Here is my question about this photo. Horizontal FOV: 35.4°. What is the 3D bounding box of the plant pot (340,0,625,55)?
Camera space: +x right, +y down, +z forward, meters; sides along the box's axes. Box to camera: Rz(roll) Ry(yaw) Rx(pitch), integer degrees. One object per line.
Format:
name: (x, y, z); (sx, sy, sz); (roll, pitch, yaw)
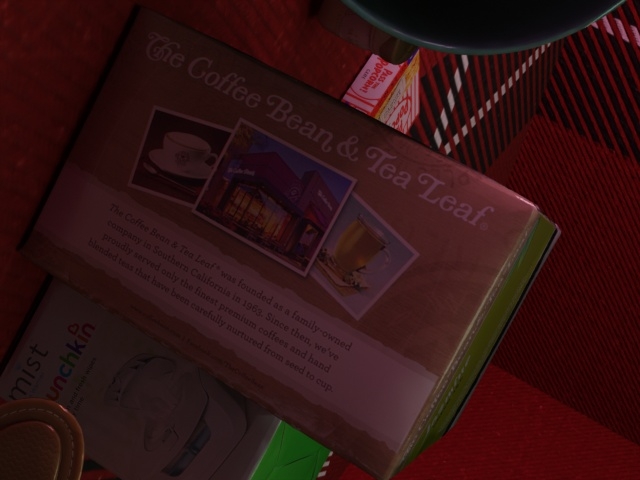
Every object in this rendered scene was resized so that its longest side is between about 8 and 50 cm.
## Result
plant pot: (0.088, -0.302, 0.682); (0.235, 0.293, 0.293); (-114, -138, -59)

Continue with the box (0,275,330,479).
box: (-0.112, 0.133, 0.900); (0.126, 0.231, 0.262); (-62, 165, 2)

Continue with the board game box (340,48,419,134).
board game box: (0.076, -0.167, 1.321); (0.146, 0.045, 0.193); (-57, 164, -15)

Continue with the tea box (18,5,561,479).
tea box: (0.000, 0.000, 0.842); (0.220, 0.329, 0.323); (-62, 163, 5)

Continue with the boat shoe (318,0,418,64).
boat shoe: (0.107, -0.347, 0.981); (0.341, 0.110, 0.122); (-63, 164, 5)

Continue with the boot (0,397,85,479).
boot: (-0.252, 0.221, 0.773); (0.283, 0.109, 0.220); (-63, -178, 6)
